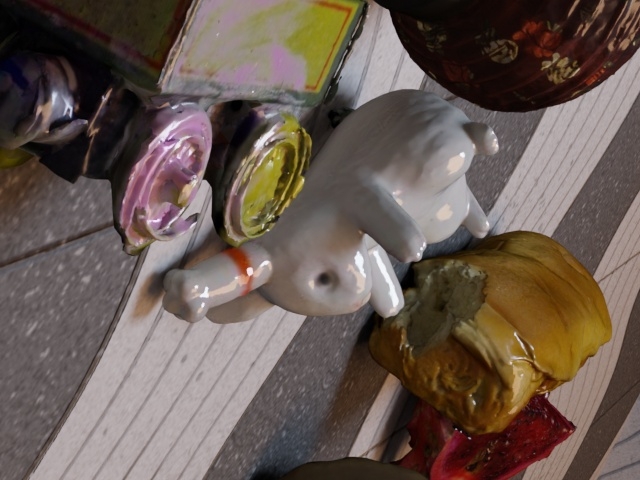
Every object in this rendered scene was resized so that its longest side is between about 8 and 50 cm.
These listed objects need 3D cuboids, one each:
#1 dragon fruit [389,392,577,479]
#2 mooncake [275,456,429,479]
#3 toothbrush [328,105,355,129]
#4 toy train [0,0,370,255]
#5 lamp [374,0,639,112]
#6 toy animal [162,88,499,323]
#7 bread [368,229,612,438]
[{"bbox_3d":[0.159,0.228,1.973,0.211,0.134,0.262,-50,145,7],"label":"dragon fruit"},{"bbox_3d":[0.034,0.360,1.608,0.290,0.290,0.161,-58,166,-4],"label":"mooncake"},{"bbox_3d":[0.069,-0.093,1.430,0.026,0.028,0.294,-63,155,9],"label":"toothbrush"},{"bbox_3d":[-0.080,-0.095,0.902,0.177,0.134,0.261,-65,160,12],"label":"toy train"},{"bbox_3d":[0.149,-0.205,1.157,0.247,0.247,0.247,-49,157,-28],"label":"lamp"},{"bbox_3d":[0.015,0.004,1.248,0.282,0.138,0.140,-46,162,-22],"label":"toy animal"},{"bbox_3d":[0.198,0.087,1.752,0.149,0.195,0.344,-60,164,18],"label":"bread"}]
